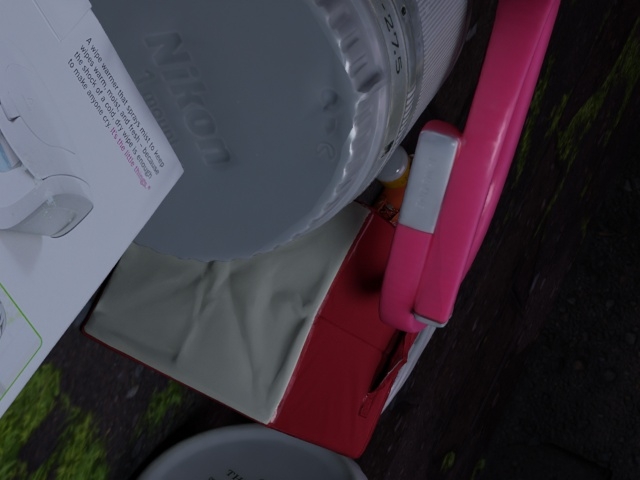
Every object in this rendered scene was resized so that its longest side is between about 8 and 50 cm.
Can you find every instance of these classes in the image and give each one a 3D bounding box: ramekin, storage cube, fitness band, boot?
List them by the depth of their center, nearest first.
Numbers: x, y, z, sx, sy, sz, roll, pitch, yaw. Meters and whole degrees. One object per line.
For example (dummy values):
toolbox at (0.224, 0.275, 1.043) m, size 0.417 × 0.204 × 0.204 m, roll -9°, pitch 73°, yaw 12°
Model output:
fitness band at (0.109, -0.060, 1.063) m, size 0.209 × 0.054 × 0.291 m, roll -58°, pitch 166°, yaw -48°
storage cube at (-0.042, 0.047, 1.204) m, size 0.183 × 0.215 × 0.193 m, roll -64°, pitch 155°, yaw -5°
ramekin at (-0.065, 0.281, 1.358) m, size 0.273 × 0.273 × 0.127 m, roll -48°, pitch 142°, yaw -44°
boot at (0.078, -0.023, 1.689) m, size 0.084 × 0.059 × 0.158 m, roll -3°, pitch 117°, yaw -64°

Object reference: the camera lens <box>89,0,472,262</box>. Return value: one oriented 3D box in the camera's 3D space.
camera lens at (-0.034, -0.131, 0.929) m, size 0.274 × 0.219 × 0.219 m, roll -54°, pitch 160°, yaw -60°

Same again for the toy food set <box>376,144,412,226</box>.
toy food set at (0.000, 0.000, 1.405) m, size 0.232 × 0.111 × 0.104 m, roll -63°, pitch 162°, yaw -2°

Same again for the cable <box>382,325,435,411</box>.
cable at (0.033, 0.121, 1.622) m, size 0.257 × 0.089 × 0.257 m, roll -14°, pitch 133°, yaw -60°

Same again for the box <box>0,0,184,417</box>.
box at (-0.208, -0.046, 0.615) m, size 0.231 × 0.127 × 0.262 m, roll -57°, pitch 137°, yaw -28°
